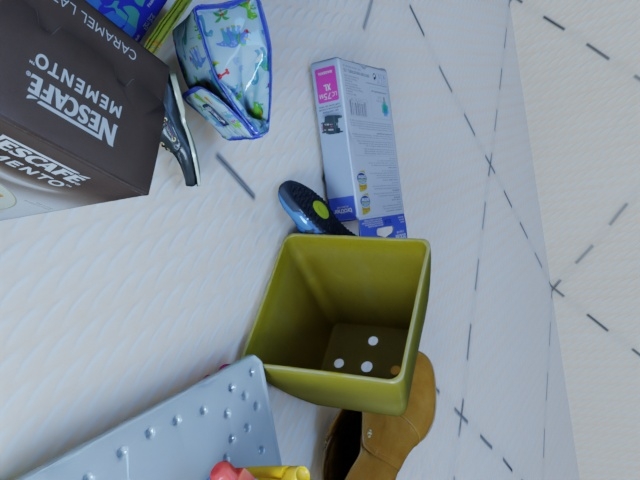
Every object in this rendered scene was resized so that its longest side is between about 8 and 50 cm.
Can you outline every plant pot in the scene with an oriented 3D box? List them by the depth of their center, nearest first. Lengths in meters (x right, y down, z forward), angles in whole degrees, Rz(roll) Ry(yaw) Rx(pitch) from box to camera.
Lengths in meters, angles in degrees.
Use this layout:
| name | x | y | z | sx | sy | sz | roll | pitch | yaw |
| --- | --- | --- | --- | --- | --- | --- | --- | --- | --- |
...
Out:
| name | x | y | z | sx | sy | sz | roll | pitch | yaw |
| --- | --- | --- | --- | --- | --- | --- | --- | --- | --- |
| plant pot | 0.046 | 0.134 | 0.937 | 0.187 | 0.212 | 0.212 | 67 | 33 | -48 |

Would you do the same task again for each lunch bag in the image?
| name | x | y | z | sx | sy | sz | roll | pitch | yaw |
| --- | --- | --- | --- | --- | --- | --- | --- | --- | --- |
| lunch bag | -0.108 | -0.190 | 0.781 | 0.096 | 0.129 | 0.151 | -21 | 104 | -19 |

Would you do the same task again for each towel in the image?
| name | x | y | z | sx | sy | sz | roll | pitch | yaw |
| --- | --- | --- | --- | --- | --- | --- | --- | --- | --- |
| towel | -0.183 | -0.202 | 0.711 | 0.021 | 0.102 | 0.237 | 35 | 51 | -21 |

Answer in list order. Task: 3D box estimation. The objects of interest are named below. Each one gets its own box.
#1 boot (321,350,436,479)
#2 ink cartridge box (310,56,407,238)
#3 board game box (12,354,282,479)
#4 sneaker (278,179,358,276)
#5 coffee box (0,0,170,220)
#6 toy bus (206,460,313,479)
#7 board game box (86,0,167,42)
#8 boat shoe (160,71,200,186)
| name | x | y | z | sx | sy | sz | roll | pitch | yaw |
| --- | --- | --- | --- | --- | --- | --- | --- | --- | --- |
| boot | 0.098 | 0.276 | 1.067 | 0.211 | 0.104 | 0.295 | 54 | 48 | -49 |
| ink cartridge box | 0.070 | -0.141 | 1.145 | 0.186 | 0.065 | 0.311 | -11 | 92 | -59 |
| board game box | -0.157 | 0.362 | 0.696 | 0.390 | 0.050 | 0.390 | -19 | 101 | -58 |
| sneaker | 0.000 | 0.000 | 1.007 | 0.209 | 0.082 | 0.069 | 43 | 36 | -21 |
| coffee box | -0.242 | -0.083 | 0.445 | 0.141 | 0.247 | 0.098 | 31 | 58 | -52 |
| toy bus | -0.065 | 0.333 | 0.682 | 0.211 | 0.149 | 0.220 | 49 | 47 | -25 |
| board game box | -0.220 | -0.314 | 0.646 | 0.160 | 0.047 | 0.210 | -58 | 140 | -2 |
| boat shoe | -0.168 | -0.123 | 0.773 | 0.049 | 0.042 | 0.133 | -134 | -152 | -69 |
